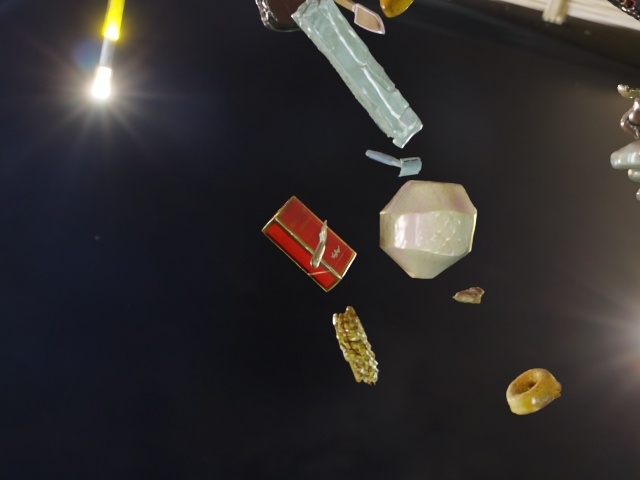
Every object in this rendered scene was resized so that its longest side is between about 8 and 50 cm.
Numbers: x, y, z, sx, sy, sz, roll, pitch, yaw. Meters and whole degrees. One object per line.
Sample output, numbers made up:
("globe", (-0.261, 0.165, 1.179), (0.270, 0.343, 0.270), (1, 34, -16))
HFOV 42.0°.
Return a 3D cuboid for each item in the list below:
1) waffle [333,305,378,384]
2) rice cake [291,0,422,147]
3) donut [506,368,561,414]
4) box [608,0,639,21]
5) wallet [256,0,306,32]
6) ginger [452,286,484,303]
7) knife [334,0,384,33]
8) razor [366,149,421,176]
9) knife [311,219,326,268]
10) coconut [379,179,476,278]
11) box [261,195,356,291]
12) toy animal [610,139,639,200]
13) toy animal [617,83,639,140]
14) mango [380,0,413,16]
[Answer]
("waffle", (0.090, 0.277, 2.155), (0.070, 0.193, 0.197), (-22, -155, 4))
("rice cake", (0.074, -0.294, 1.475), (0.336, 0.066, 0.063), (45, 175, -36))
("donut", (0.717, 0.506, 2.837), (0.190, 0.074, 0.174), (-31, -163, -1))
("box", (0.791, -0.568, 1.980), (0.211, 0.058, 0.350), (-10, -135, -33))
("wallet", (-0.082, -0.531, 1.519), (0.042, 0.309, 0.165), (-18, 179, 40))
("ginger", (0.442, 0.166, 2.454), (0.137, 0.044, 0.057), (-4, -121, -56))
("knife", (0.092, -0.531, 1.960), (0.022, 0.046, 0.256), (-5, -149, -26))
("razor", (0.155, -0.182, 1.880), (0.068, 0.040, 0.135), (-11, -153, -44))
("knife", (0.003, 0.000, 2.040), (0.017, 0.047, 0.298), (-10, -164, 11))
("coconut", (0.266, -0.026, 2.089), (0.259, 0.259, 0.259), (15, -165, -4))
("box", (-0.027, 0.007, 2.221), (0.240, 0.074, 0.153), (43, -153, -4))
("toy animal", (0.714, -0.193, 1.693), (0.308, 0.188, 0.266), (10, 169, -10))
("toy animal", (0.888, -0.366, 2.290), (0.186, 0.214, 0.094), (43, -120, 5))
("mango", (0.174, -0.597, 1.778), (0.109, 0.262, 0.157), (10, 158, -34))
